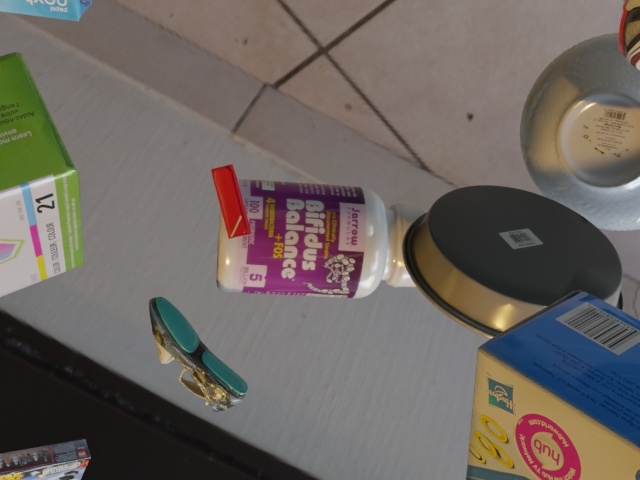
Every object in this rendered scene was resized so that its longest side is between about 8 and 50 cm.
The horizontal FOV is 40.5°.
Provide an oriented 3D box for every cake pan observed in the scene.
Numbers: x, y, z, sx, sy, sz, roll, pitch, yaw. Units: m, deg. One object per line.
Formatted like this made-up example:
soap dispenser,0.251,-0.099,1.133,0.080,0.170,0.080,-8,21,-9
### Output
cake pan,0.252,0.021,1.111,0.293,0.293,0.054,18,126,7

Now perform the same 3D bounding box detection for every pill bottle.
pill bottle,0.000,0.000,1.290,0.302,0.169,0.169,3,131,-8

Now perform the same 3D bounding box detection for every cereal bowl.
cereal bowl,0.486,-0.173,1.435,0.339,0.141,0.338,9,107,29

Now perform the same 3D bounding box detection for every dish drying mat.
dish drying mat,-0.103,-0.045,0.998,0.032,0.008,0.083,-12,96,32

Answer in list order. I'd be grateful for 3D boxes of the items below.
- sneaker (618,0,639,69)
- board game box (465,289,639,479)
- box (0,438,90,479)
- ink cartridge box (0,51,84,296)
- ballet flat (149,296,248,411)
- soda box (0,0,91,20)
sneaker,0.267,-0.058,0.376,0.299,0.121,0.112,27,106,37
board game box,0.204,0.226,0.420,0.308,0.086,0.301,32,133,44
box,-0.340,0.269,0.986,0.137,0.027,0.094,-3,143,-32
ink cartridge box,-0.300,-0.005,0.584,0.097,0.255,0.189,62,159,13
ballet flat,-0.184,0.163,1.193,0.188,0.070,0.070,48,129,-2
soda box,-0.457,-0.386,1.301,0.210,0.067,0.071,7,128,2
